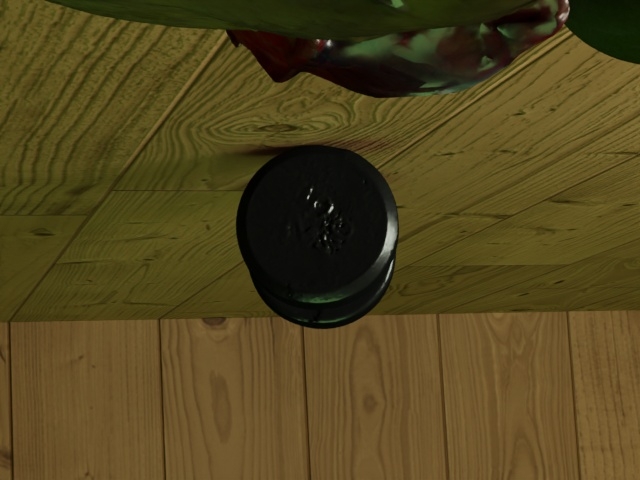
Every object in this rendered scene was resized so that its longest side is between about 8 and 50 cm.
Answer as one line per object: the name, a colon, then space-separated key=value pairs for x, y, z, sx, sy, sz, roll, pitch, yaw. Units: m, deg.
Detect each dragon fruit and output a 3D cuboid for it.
dragon fruit: x=0.002 y=-0.137 z=0.855 sx=0.161 sy=0.126 sz=0.274 roll=5 pitch=168 yaw=-42

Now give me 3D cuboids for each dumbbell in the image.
dumbbell: x=0.000 y=0.000 z=1.631 sx=0.153 sy=0.152 sz=0.218 roll=-3 pitch=170 yaw=1

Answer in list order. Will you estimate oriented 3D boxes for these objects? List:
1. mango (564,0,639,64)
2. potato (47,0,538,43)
mango: x=0.237 y=-0.145 z=0.920 sx=0.156 sy=0.114 sz=0.251 roll=-6 pitch=173 yaw=-30
potato: x=-0.014 y=-0.146 z=0.641 sx=0.296 sy=0.141 sz=0.192 roll=15 pitch=-173 yaw=42
